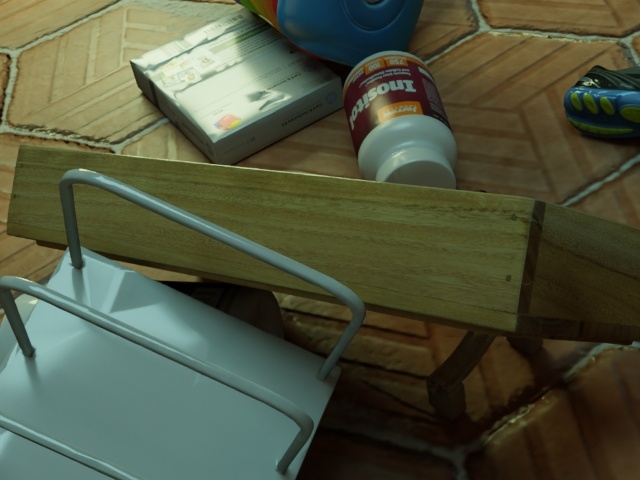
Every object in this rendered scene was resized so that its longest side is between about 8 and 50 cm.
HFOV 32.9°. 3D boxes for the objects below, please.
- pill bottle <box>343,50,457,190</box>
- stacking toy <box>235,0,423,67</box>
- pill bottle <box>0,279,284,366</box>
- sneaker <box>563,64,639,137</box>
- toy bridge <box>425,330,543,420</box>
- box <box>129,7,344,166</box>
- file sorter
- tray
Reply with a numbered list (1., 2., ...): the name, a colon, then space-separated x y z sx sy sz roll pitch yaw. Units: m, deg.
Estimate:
1. pill bottle: 0.070 -0.090 0.935 0.086 0.086 0.152 -12 42 1
2. stacking toy: -0.044 -0.287 1.103 0.175 0.166 0.302 7 15 -45
3. pill bottle: -0.129 0.083 0.779 0.186 0.112 0.112 2 44 16
4. sneaker: 0.305 -0.120 0.924 0.188 0.067 0.078 14 55 30
5. toy bridge: 0.145 0.053 0.780 0.188 0.063 0.026 -36 47 -24
6. box: -0.085 -0.158 1.080 0.145 0.038 0.186 -29 44 -18
7. file sorter: -0.116 0.134 0.577 0.192 0.173 0.278 24 68 1
8. tray: 0.000 0.000 0.721 0.410 0.202 0.076 10 90 39
